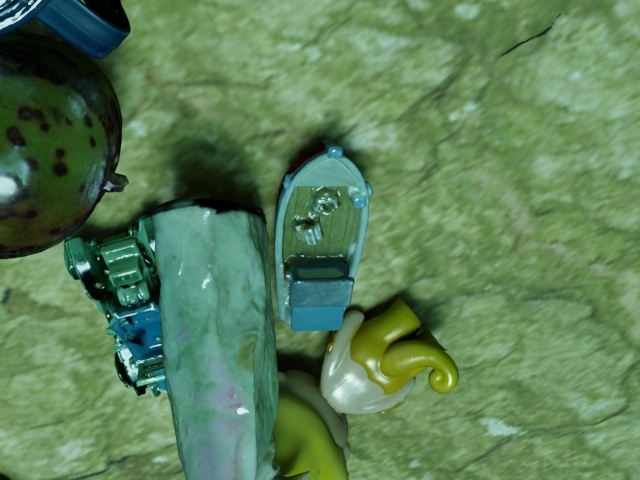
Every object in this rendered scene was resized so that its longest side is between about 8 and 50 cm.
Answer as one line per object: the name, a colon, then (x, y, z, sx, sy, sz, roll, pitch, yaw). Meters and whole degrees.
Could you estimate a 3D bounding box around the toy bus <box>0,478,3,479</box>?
toy bus: (-0.339, 0.261, 0.741, 0.160, 0.079, 0.091, -31, 124, 12)

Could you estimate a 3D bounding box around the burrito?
burrito: (-0.064, 0.089, 0.590, 0.089, 0.144, 0.228, -7, 85, 9)

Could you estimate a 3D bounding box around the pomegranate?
pomegranate: (-0.199, -0.068, 0.508, 0.169, 0.148, 0.148, 32, 112, -30)

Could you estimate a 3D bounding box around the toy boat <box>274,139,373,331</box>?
toy boat: (0.000, 0.000, 0.643, 0.069, 0.058, 0.172, 0, 124, -12)

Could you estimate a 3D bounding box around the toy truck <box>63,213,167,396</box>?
toy truck: (-0.133, 0.059, 0.646, 0.080, 0.078, 0.154, -16, 125, -2)

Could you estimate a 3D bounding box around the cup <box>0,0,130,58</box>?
cup: (-0.161, -0.171, 0.443, 0.150, 0.138, 0.113, 13, 121, -20)

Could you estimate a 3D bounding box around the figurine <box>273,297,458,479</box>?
figurine: (-0.008, 0.149, 0.715, 0.246, 0.131, 0.156, -42, 103, 2)
